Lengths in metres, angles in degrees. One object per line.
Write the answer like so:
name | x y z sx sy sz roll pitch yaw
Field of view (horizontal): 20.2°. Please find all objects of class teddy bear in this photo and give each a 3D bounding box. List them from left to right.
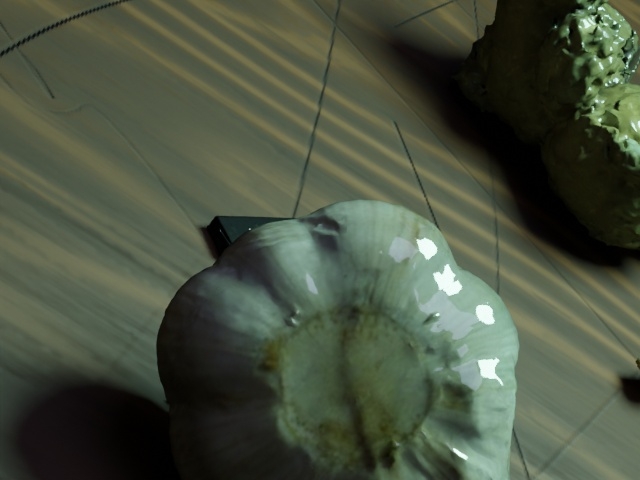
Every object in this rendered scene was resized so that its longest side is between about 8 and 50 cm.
teddy bear | 0.233 -0.107 1.496 0.256 0.156 0.267 52 4 23

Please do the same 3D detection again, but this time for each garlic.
garlic | 0.011 0.089 1.046 0.218 0.218 0.212 40 -6 -2

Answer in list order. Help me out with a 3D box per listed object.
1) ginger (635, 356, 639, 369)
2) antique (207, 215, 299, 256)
ginger | 0.325 0.138 1.352 0.193 0.052 0.176 41 15 18
antique | 0.000 0.000 1.252 0.192 0.015 0.031 2 49 -45
